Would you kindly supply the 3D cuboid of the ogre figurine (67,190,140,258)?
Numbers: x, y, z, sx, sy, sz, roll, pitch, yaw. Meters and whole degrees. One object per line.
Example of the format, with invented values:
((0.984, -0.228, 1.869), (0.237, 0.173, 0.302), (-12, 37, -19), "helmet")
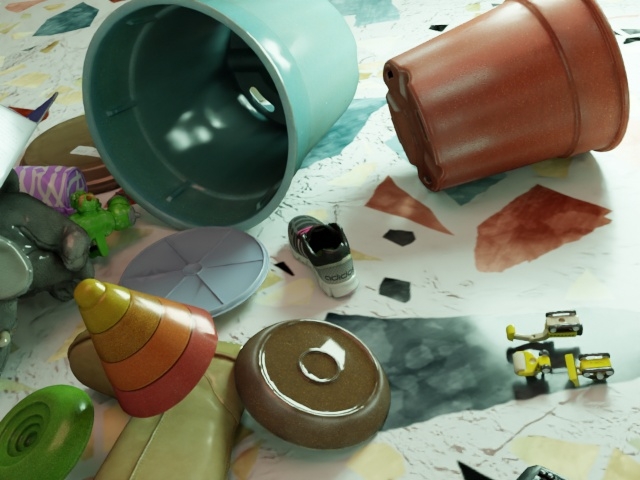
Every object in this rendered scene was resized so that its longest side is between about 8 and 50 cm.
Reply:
((-0.344, -0.024, 1.125), (0.197, 0.096, 0.118), (1, 6, -45), "ogre figurine")

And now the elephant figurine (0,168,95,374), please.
((-0.398, 0.054, 0.935), (0.186, 0.169, 0.239), (27, 38, 14), "elephant figurine")

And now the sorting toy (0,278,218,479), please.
((-0.276, 0.148, 0.716), (0.366, 0.126, 0.127), (-35, 37, 4), "sorting toy")

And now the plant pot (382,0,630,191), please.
((0.246, -0.207, 1.122), (0.265, 0.272, 0.272), (-22, 35, -3), "plant pot")

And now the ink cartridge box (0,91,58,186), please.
((-0.494, -0.034, 0.946), (0.324, 0.071, 0.330), (-26, 37, 29), "ink cartridge box")

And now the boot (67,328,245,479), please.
((-0.193, 0.202, 0.765), (0.236, 0.089, 0.269), (1, 37, 15), "boot")

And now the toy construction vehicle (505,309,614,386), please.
((0.252, 0.119, 0.833), (0.098, 0.035, 0.086), (-7, 45, 8), "toy construction vehicle")

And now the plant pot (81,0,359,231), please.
((-0.115, -0.231, 1.187), (0.341, 0.341, 0.334), (9, 31, 24), "plant pot")

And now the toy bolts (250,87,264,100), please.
((-0.130, -0.358, 1.562), (0.228, 0.158, 0.218), (-45, 7, -27), "toy bolts")

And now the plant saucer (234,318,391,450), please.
((-0.004, 0.138, 0.810), (0.169, 0.029, 0.168), (11, 40, -9), "plant saucer")

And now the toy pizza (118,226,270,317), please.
((-0.164, 0.049, 1.026), (0.201, 0.032, 0.201), (-7, 35, 5), "toy pizza")

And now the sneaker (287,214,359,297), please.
((0.000, 0.000, 1.019), (0.063, 0.074, 0.170), (-18, 35, -13), "sneaker")

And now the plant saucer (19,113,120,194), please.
((-0.397, -0.164, 1.382), (0.278, 0.041, 0.278), (-6, 35, 4), "plant saucer")

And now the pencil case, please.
((-0.471, -0.072, 1.224), (0.206, 0.086, 0.088), (-3, 43, 9), "pencil case")

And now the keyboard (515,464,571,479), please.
((0.163, 0.258, 0.644), (0.100, 0.038, 0.192), (24, 48, 39), "keyboard")
